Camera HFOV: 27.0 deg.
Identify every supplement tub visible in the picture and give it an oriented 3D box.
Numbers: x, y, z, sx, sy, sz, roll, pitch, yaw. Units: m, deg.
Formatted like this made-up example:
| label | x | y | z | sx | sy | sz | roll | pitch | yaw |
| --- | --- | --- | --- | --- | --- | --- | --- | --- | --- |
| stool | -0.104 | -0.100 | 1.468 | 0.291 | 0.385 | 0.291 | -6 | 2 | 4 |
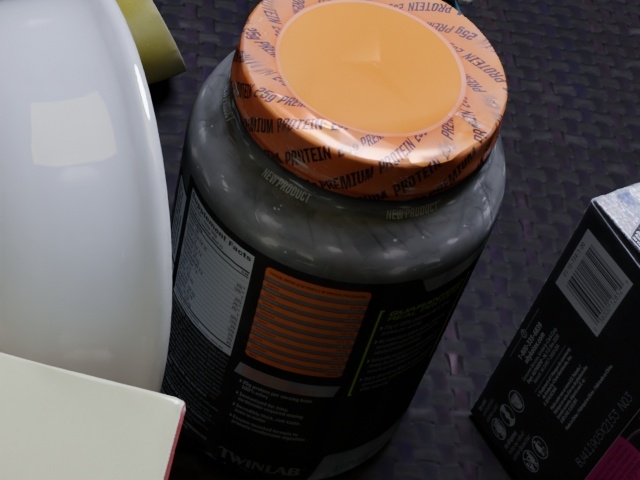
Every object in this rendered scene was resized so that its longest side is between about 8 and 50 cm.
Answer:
| label | x | y | z | sx | sy | sz | roll | pitch | yaw |
| --- | --- | --- | --- | --- | --- | --- | --- | --- | --- |
| supplement tub | 0.000 | 0.000 | 0.845 | 0.194 | 0.316 | 0.193 | 8 | 50 | -9 |

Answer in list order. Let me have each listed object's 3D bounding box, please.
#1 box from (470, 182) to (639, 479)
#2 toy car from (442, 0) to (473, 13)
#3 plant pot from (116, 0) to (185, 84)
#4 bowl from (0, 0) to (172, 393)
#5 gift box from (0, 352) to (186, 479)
| label | x | y | z | sx | sy | sz | roll | pitch | yaw |
| --- | --- | --- | --- | --- | --- | --- | --- | --- | --- |
| box | 0.230 | 0.084 | 0.881 | 0.142 | 0.247 | 0.163 | -18 | 58 | -29 |
| toy car | 0.049 | -0.201 | 1.154 | 0.182 | 0.159 | 0.136 | 35 | 15 | 14 |
| plant pot | -0.184 | -0.172 | 1.075 | 0.095 | 0.134 | 0.134 | -31 | 62 | -6 |
| bowl | -0.200 | -0.014 | 0.811 | 0.134 | 0.298 | 0.298 | -6 | 53 | -24 |
| gift box | -0.231 | 0.189 | 0.685 | 0.258 | 0.276 | 0.255 | 16 | 63 | -6 |
